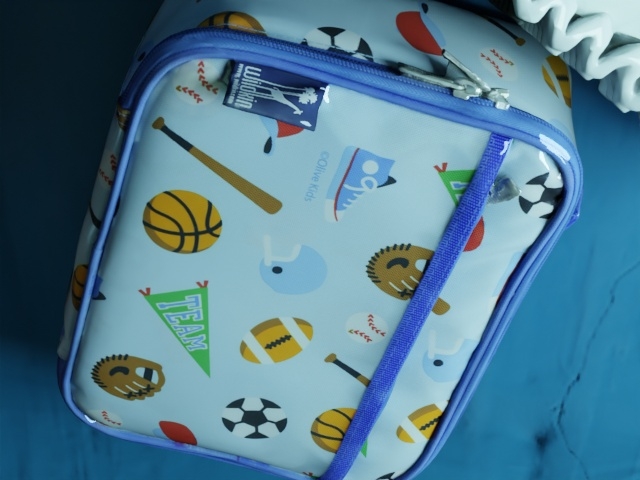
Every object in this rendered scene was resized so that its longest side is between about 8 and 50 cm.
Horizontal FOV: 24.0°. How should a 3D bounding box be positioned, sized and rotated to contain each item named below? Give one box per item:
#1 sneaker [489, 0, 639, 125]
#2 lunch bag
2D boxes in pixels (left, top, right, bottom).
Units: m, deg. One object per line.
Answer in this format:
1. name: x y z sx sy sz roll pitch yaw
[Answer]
1. sneaker: 0.155 -0.118 0.687 0.292 0.110 0.118 37 103 -15
2. lunch bag: 0.000 0.000 0.790 0.243 0.115 0.303 17 131 -8
